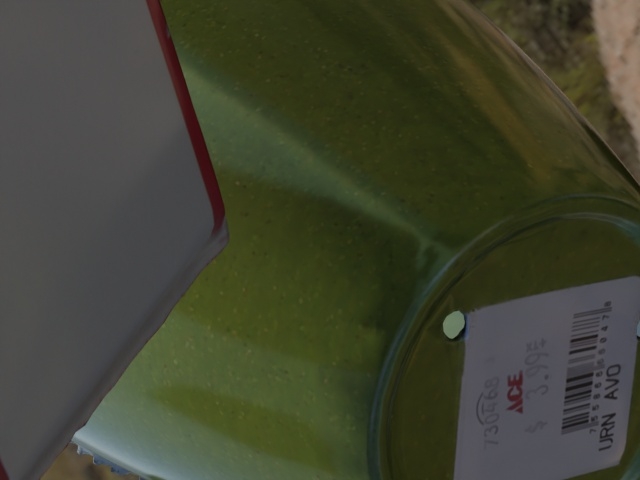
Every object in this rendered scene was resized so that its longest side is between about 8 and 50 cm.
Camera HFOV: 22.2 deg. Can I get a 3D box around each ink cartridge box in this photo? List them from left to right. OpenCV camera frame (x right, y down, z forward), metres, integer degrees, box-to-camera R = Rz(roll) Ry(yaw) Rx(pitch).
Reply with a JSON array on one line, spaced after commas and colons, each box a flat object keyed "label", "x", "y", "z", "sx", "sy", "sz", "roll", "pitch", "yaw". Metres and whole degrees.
[{"label": "ink cartridge box", "x": -0.257, "y": -0.066, "z": 0.435, "sx": 0.385, "sy": 0.160, "sz": 0.279, "roll": -7, "pitch": 115, "yaw": 23}]

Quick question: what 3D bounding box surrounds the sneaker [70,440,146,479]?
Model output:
[{"label": "sneaker", "x": -0.045, "y": 0.090, "z": 1.001, "sx": 0.293, "sy": 0.102, "sz": 0.146, "roll": 26, "pitch": 110, "yaw": 23}]

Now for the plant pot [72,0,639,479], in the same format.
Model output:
[{"label": "plant pot", "x": 0.000, "y": 0.000, "z": 0.640, "sx": 0.293, "sy": 0.275, "sz": 0.275, "roll": 31, "pitch": 150, "yaw": 53}]
